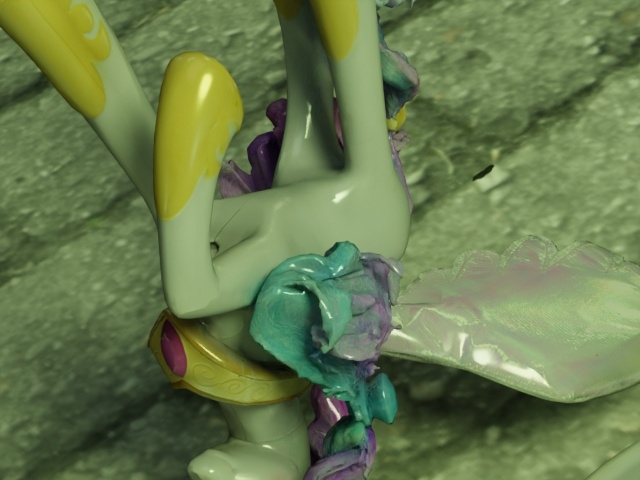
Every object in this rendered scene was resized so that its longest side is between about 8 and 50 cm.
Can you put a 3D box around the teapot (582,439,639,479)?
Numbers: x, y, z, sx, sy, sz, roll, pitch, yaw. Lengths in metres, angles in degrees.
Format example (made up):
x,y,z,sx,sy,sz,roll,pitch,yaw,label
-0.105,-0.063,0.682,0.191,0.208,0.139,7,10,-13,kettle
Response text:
x,y,z,sx,sy,sz,roll,pitch,yaw,label
0.217,0.170,0.789,0.256,0.187,0.252,-25,10,15,teapot

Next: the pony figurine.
x,y,z,sx,sy,sz,roll,pitch,yaw,label
0.000,0.000,0.976,0.303,0.363,0.351,7,28,36,pony figurine
